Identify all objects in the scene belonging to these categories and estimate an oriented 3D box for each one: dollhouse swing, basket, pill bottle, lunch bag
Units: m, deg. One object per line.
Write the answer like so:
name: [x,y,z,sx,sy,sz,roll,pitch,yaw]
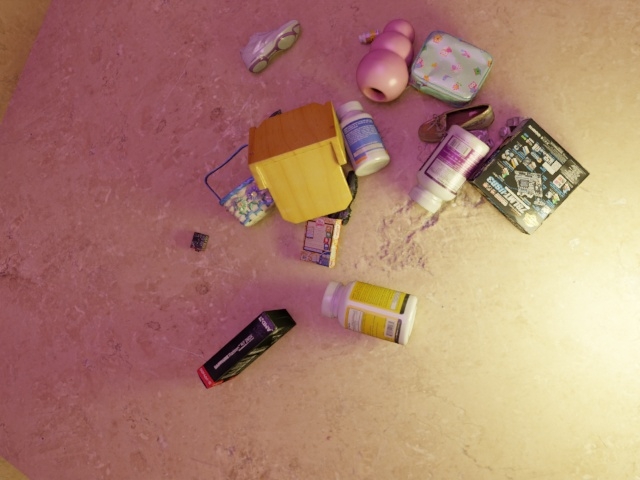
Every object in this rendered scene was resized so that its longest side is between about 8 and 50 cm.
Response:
dollhouse swing: [-0.061,-0.299,1.729,0.346,0.305,0.315,-16,50,13]
basket: [-0.314,-0.224,1.842,0.254,0.201,0.289,-38,83,9]
pill bottle: [0.182,0.258,1.646,0.333,0.188,0.188,14,88,18]
lunch bag: [0.488,-0.649,1.681,0.279,0.108,0.224,28,92,7]
pill bottle: [0.159,-0.409,1.747,0.152,0.152,0.272,-23,78,13]
pill bottle: [0.464,-0.256,1.619,0.169,0.169,0.301,41,109,17]
pill bottle: [0.206,-0.853,1.838,0.083,0.043,0.043,-7,82,17]

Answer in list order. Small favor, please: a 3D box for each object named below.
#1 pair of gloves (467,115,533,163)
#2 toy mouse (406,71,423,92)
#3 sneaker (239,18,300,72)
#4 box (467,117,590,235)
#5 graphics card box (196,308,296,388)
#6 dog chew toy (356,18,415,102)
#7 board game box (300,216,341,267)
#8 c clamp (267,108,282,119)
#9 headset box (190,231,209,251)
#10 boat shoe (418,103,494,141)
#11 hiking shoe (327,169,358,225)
pair of gloves: [0.660,-0.378,1.651,0.240,0.042,0.204,12,88,18]
toy mouse: [0.400,-0.664,1.765,0.161,0.031,0.143,-11,81,15]
sneaker: [-0.230,-0.886,1.935,0.305,0.114,0.152,-35,77,10]
box: [0.730,-0.221,1.548,0.295,0.073,0.293,40,97,-5]
graphics card box: [-0.287,0.422,1.746,0.371,0.233,0.094,-41,74,10]
dog chew toy: [0.272,-0.720,1.729,0.206,0.206,0.332,19,82,18]
board game box: [0.000,0.000,1.773,0.146,0.045,0.194,12,96,32]
c clamp: [-0.155,-0.517,1.924,0.160,0.022,0.137,37,100,16]
headset box: [-0.545,0.009,1.973,0.062,0.032,0.083,15,89,18]
boat shoe: [0.504,-0.456,1.664,0.285,0.089,0.105,-14,71,24]
hiking shoe: [0.081,-0.180,1.779,0.114,0.086,0.227,14,89,14]
